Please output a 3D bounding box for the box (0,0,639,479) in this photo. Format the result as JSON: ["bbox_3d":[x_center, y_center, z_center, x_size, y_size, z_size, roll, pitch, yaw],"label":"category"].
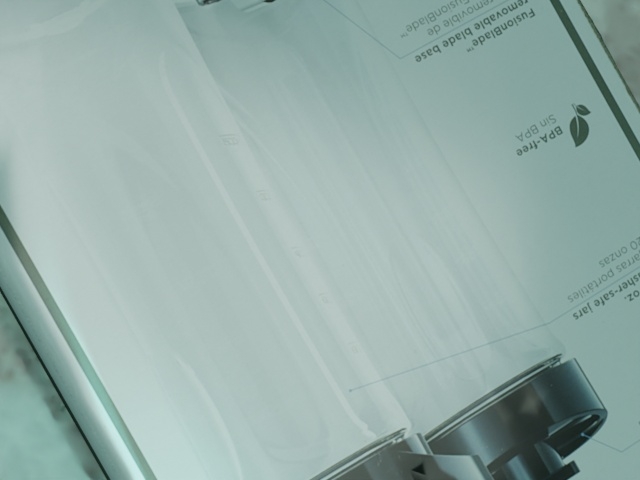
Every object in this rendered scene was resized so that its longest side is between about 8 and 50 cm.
[{"bbox_3d":[0.000,0.000,0.381,0.169,0.087,0.290,-31,91,-14],"label":"box"}]
